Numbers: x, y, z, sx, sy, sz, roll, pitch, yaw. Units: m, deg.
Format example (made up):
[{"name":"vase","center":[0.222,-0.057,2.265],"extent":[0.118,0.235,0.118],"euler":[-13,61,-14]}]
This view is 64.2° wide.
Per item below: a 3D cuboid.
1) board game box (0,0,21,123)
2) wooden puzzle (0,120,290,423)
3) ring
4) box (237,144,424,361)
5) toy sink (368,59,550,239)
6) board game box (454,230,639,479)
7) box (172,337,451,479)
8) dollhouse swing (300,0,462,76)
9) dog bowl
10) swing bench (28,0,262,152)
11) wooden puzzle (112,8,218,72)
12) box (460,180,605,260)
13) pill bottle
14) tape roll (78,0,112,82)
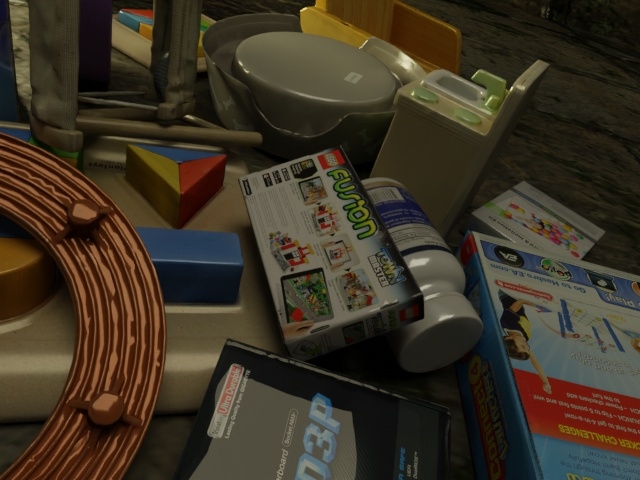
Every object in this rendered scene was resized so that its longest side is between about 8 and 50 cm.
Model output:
[{"name":"board game box","center":[-0.470,-0.230,0.495],"extent":[0.291,0.232,0.141],"euler":[-7,45,-32]},{"name":"wooden puzzle","center":[-0.201,-0.012,0.471],"extent":[0.322,0.080,0.347],"euler":[4,41,-20]},{"name":"ring","center":[-0.263,0.058,0.296],"extent":[0.337,0.032,0.336],"euler":[11,60,-19]},{"name":"box","center":[0.000,0.000,0.463],"extent":[0.114,0.036,0.207],"euler":[-18,47,-4]},{"name":"toy sink","center":[0.162,-0.133,0.655],"extent":[0.131,0.234,0.153],"euler":[32,40,14]},{"name":"board game box","center":[0.289,0.148,0.489],"extent":[0.308,0.086,0.301],"euler":[15,38,-7]},{"name":"box","center":[-0.012,0.187,0.311],"extent":[0.175,0.051,0.220],"euler":[19,47,-3]},{"name":"dollhouse swing","center":[0.163,-0.475,1.019],"extent":[0.315,0.304,0.347],"euler":[34,39,18]},{"name":"dog bowl","center":[-0.011,-0.242,0.801],"extent":[0.349,0.102,0.348],"euler":[8,41,-7]},{"name":"swing bench","center":[-0.188,-0.240,0.543],"extent":[0.165,0.253,0.255],"euler":[26,24,34]},{"name":"wooden puzzle","center":[-0.247,-0.366,0.913],"extent":[0.221,0.044,0.239],"euler":[33,40,16]},{"name":"box","center":[0.309,-0.013,0.735],"extent":[0.145,0.038,0.186],"euler":[40,43,24]},{"name":"pill bottle","center":[0.079,0.032,0.516],"extent":[0.112,0.112,0.186],"euler":[0,42,-24]},{"name":"tape roll","center":[-0.323,-0.357,0.679],"extent":[0.090,0.274,0.274],"euler":[1,42,-22]}]
